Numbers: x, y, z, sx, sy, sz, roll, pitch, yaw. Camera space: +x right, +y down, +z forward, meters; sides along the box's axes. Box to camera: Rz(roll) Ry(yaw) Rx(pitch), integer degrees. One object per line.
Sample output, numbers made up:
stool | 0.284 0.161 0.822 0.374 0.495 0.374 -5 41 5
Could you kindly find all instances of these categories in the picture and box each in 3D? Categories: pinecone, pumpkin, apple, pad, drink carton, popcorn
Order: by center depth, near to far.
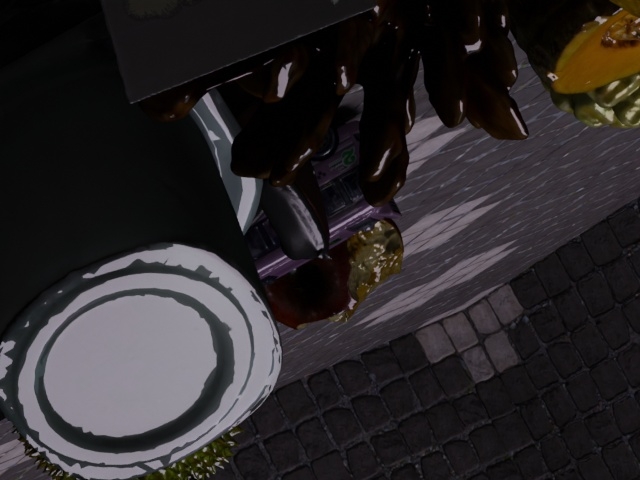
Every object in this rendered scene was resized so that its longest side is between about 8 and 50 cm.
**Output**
pad | -0.048 -0.164 0.755 0.127 0.190 0.004 -25 -154 -23
pinecone | -0.006 -0.123 0.914 0.201 0.229 0.202 -32 -169 -35
drink carton | -0.106 0.012 0.990 0.185 0.190 0.191 -30 128 -1
pumpkin | 0.279 -0.226 1.412 0.317 0.139 0.222 -26 168 -15
popcorn | 0.262 -0.175 1.624 0.173 0.173 0.142 -28 163 1
apple | 0.004 0.015 1.968 0.158 0.147 0.156 -30 146 -62

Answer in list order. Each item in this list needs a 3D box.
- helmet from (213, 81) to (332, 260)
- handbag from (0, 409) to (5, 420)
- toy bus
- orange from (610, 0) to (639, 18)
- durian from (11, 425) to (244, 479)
helmet | -0.104 -0.038 1.172 0.189 0.193 0.216 -26 169 1
handbag | -0.393 0.154 1.767 0.275 0.088 0.244 -26 169 13
toy bus | -0.026 -0.030 1.713 0.199 0.108 0.096 -29 171 10
orange | 0.215 -0.222 0.957 0.236 0.236 0.236 -27 171 -5
durian | -0.200 0.172 1.975 0.291 0.225 0.291 -28 177 -2
